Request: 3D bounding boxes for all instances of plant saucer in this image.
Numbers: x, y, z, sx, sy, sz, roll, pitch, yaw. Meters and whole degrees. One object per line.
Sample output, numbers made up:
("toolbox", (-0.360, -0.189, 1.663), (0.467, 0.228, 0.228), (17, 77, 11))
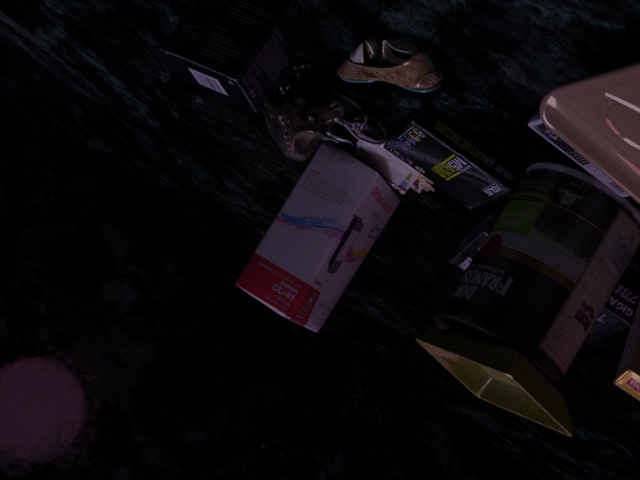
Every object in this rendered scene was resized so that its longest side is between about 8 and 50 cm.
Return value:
("plant saucer", (0.253, 0.189, 1.645), (0.188, 0.045, 0.188), (18, 161, 49))

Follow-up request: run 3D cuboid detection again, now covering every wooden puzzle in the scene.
("wooden puzzle", (0.452, -0.106, 1.268), (0.322, 0.080, 0.348), (36, 162, -15))

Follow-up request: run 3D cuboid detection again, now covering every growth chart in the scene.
("growth chart", (0.126, -0.134, 2.063), (0.172, 0.021, 0.237), (34, 167, -6))

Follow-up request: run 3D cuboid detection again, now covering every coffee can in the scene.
("coffee can", (0.322, 0.053, 1.705), (0.201, 0.275, 0.201), (31, 167, 8))

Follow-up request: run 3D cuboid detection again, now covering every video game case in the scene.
("video game case", (0.377, -0.121, 1.503), (0.173, 0.022, 0.190), (35, 168, -11))

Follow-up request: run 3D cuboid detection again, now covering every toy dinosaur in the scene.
("toy dinosaur", (-0.047, -0.194, 1.937), (0.313, 0.121, 0.160), (141, 117, -76))

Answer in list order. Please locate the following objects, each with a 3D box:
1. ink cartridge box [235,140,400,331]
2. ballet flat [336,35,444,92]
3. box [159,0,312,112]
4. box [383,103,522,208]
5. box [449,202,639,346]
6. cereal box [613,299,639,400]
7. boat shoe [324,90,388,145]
("ink cartridge box", (0.000, 0.000, 2.146), (0.131, 0.306, 0.226), (33, 178, 18))
("ballet flat", (0.093, -0.254, 1.636), (0.206, 0.073, 0.067), (15, 131, 48))
("box", (-0.124, -0.297, 1.749), (0.156, 0.158, 0.093), (26, 165, 30))
("box", (0.204, -0.129, 1.843), (0.184, 0.045, 0.191), (37, 168, -5))
("box", (0.392, 0.068, 2.069), (0.293, 0.073, 0.295), (32, 167, 1))
("cereal box", (0.536, 0.163, 1.712), (0.173, 0.240, 0.047), (34, 137, -1))
("boat shoe", (0.060, -0.203, 1.923), (0.125, 0.046, 0.038), (41, 172, 3))
